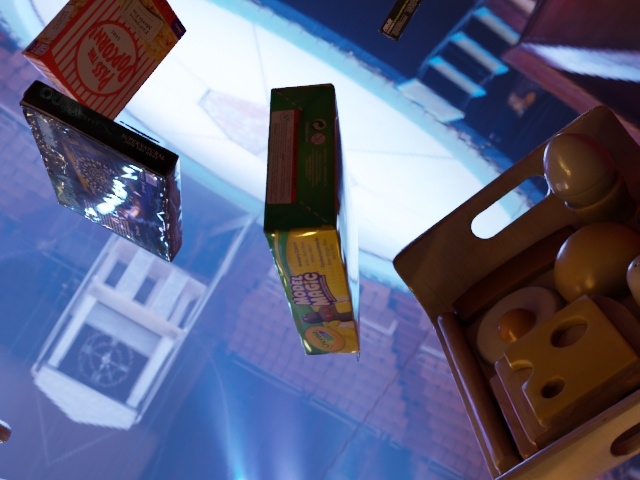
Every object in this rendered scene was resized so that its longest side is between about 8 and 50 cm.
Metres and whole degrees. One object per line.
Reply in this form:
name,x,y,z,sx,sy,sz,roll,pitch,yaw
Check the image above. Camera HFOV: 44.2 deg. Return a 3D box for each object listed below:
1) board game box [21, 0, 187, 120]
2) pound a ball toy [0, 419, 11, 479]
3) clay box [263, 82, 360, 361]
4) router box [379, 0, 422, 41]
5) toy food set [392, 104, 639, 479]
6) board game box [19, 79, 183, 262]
board game box,-0.283,-0.267,1.059,0.045,0.193,0.147,25,163,33
pound a ball toy,-0.196,0.205,0.558,0.135,0.208,0.319,-10,153,12
clay box,0.000,0.000,0.620,0.053,0.127,0.222,-3,147,5
router box,0.150,-0.403,1.330,0.038,0.122,0.092,31,-152,-2
toy food set,0.161,0.022,0.521,0.092,0.219,0.306,49,-167,-19
board game box,-0.178,-0.050,0.670,0.126,0.026,0.186,28,157,2
